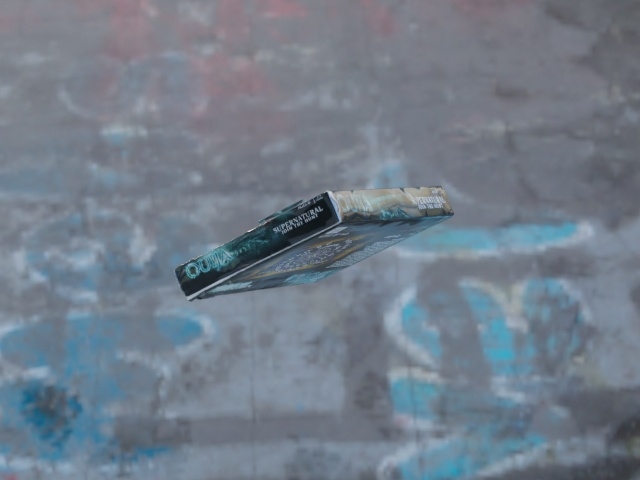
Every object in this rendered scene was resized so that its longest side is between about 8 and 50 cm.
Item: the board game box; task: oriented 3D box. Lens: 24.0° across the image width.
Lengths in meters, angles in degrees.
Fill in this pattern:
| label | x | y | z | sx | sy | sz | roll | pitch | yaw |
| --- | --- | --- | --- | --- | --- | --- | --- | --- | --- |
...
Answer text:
| label | x | y | z | sx | sy | sz | roll | pitch | yaw |
| --- | --- | --- | --- | --- | --- | --- | --- | --- | --- |
| board game box | 0.000 | 0.000 | 1.027 | 0.126 | 0.026 | 0.186 | -26 | -10 | 25 |
